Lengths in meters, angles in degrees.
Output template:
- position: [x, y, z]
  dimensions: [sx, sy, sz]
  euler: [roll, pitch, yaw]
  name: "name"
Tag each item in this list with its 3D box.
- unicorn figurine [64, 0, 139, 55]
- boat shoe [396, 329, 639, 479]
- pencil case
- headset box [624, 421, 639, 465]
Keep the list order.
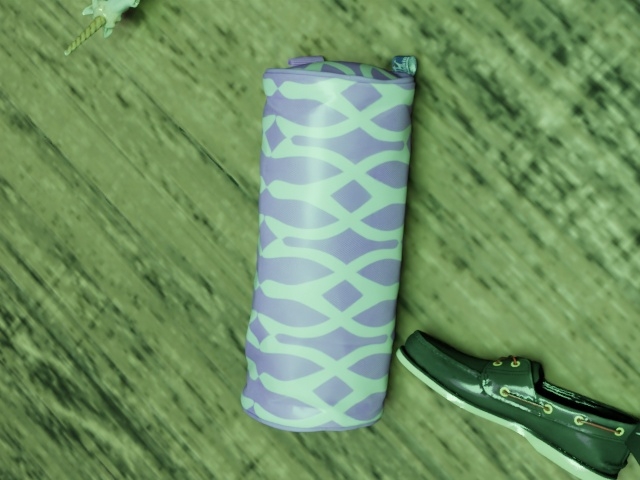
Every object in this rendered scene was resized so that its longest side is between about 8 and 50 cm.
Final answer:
- position: [-0.093, -0.189, 0.709]
  dimensions: [0.111, 0.060, 0.161]
  euler: [-18, 74, 26]
  name: "unicorn figurine"
- position: [0.103, 0.080, 0.661]
  dimensions: [0.133, 0.049, 0.042]
  euler: [28, 102, 16]
  name: "boat shoe"
- position: [0.000, 0.000, 0.676]
  dimensions: [0.088, 0.086, 0.206]
  euler: [18, 105, 56]
  name: "pencil case"
- position: [0.269, 0.102, 0.458]
  dimensions: [0.110, 0.293, 0.218]
  euler: [23, 111, -24]
  name: "headset box"
